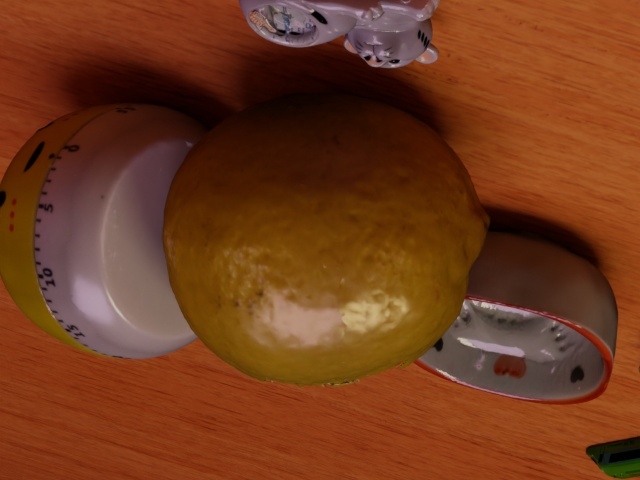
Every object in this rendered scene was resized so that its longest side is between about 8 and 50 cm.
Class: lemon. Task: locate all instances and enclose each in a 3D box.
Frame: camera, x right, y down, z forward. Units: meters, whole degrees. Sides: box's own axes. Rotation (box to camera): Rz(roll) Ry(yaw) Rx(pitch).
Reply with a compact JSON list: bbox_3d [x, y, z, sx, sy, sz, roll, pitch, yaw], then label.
[{"bbox_3d":[0.000,0.001,1.548,0.297,0.297,0.297,14,154,7],"label":"lemon"}]

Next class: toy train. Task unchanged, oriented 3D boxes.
[{"bbox_3d":[0.418,0.281,2.117,0.044,0.042,0.209,31,151,-25],"label":"toy train"}]

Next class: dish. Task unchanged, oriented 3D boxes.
[{"bbox_3d":[0.203,0.069,1.745,0.256,0.117,0.256,14,155,7],"label":"dish"}]

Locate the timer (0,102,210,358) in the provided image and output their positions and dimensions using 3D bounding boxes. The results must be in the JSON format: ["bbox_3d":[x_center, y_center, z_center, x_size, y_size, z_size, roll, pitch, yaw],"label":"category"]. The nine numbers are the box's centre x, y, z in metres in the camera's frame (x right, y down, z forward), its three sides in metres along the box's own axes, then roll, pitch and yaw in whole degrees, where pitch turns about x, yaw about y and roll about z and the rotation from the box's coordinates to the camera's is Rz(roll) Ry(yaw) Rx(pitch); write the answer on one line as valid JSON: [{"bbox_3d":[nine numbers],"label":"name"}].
[{"bbox_3d":[-0.234,-0.014,1.707,0.285,0.285,0.285,14,154,7],"label":"timer"}]

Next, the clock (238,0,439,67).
[{"bbox_3d":[0.014,-0.195,1.385,0.176,0.080,0.117,12,154,8],"label":"clock"}]

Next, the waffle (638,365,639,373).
[{"bbox_3d":[0.442,0.156,1.853,0.160,0.046,0.192,4,152,26],"label":"waffle"}]
